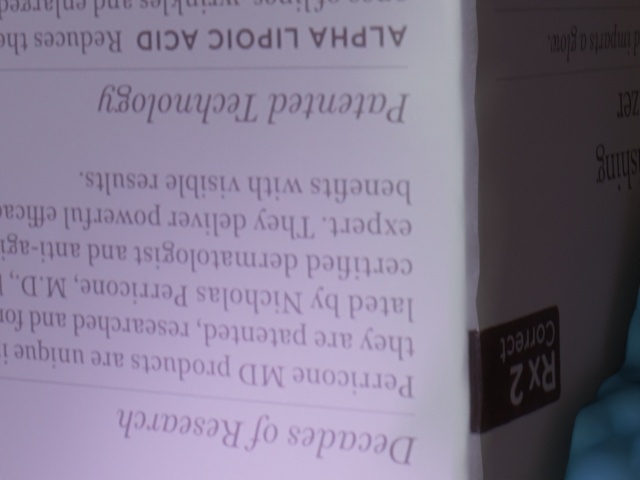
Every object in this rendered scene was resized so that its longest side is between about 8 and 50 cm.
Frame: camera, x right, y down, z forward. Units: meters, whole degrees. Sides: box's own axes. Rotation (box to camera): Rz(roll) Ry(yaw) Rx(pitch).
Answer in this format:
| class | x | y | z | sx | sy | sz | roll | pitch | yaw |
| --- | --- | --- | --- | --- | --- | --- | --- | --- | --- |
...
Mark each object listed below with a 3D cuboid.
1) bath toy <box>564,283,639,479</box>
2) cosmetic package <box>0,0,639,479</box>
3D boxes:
| class | x | y | z | sx | sy | sz | roll | pitch | yaw |
| --- | --- | --- | --- | --- | --- | --- | --- | --- | --- |
| bath toy | 0.222 | 0.031 | 0.342 | 0.348 | 0.129 | 0.151 | -12 | 82 | 29 |
| cosmetic package | 0.000 | 0.000 | 0.458 | 0.151 | 0.151 | 0.184 | 2 | 98 | 29 |
